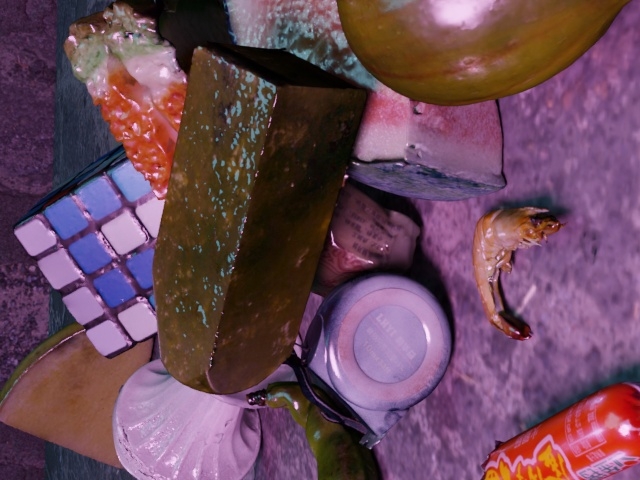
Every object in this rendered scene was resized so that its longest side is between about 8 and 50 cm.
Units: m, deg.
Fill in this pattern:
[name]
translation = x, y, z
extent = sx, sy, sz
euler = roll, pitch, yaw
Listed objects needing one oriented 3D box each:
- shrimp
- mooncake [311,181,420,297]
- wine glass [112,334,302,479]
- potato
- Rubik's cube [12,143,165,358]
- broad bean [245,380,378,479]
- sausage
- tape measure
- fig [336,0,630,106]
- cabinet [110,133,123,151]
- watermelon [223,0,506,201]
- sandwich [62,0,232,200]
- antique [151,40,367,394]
[shrimp]
translation = 0.121, 0.019, 0.608
extent = 0.114, 0.023, 0.083
euler = 152, 113, -71
[mooncake]
translation = 0.000, 0.000, 0.771
extent = 0.073, 0.125, 0.130
euler = -61, 6, -20
[wine glass]
translation = -0.112, 0.154, 1.012
extent = 0.196, 0.164, 0.165
euler = 125, 140, -49
[potato]
translation = -0.343, 0.207, 1.607
extent = 0.255, 0.269, 0.112
euler = -54, 32, 11
[Rubik's cube]
translation = -0.162, -0.010, 0.947
extent = 0.154, 0.151, 0.155
euler = 59, -162, -14
[broad bean]
translation = 0.006, 0.173, 0.850
extent = 0.195, 0.061, 0.046
euler = 40, 153, 47
[sausage]
translation = 0.140, 0.110, 0.534
extent = 0.145, 0.048, 0.050
euler = -50, 50, 55
[tape measure]
translation = 0.031, 0.084, 0.755
extent = 0.104, 0.107, 0.180
euler = 44, 167, 5
[fig]
translation = 0.126, -0.145, 0.519
extent = 0.259, 0.151, 0.152
euler = 4, 95, 36
[cabinet]
translation = -0.141, -0.118, 1.091
extent = 0.150, 0.145, 0.206
euler = -133, 47, -58
[watermelon]
translation = 0.026, -0.164, 0.700
extent = 0.226, 0.148, 0.318
euler = -61, 37, 37
[sandwich]
translation = -0.100, -0.119, 0.864
extent = 0.292, 0.109, 0.212
euler = -58, -49, -63
[antique]
translation = -0.050, -0.008, 0.648
extent = 0.080, 0.081, 0.221
euler = 34, 118, 37
